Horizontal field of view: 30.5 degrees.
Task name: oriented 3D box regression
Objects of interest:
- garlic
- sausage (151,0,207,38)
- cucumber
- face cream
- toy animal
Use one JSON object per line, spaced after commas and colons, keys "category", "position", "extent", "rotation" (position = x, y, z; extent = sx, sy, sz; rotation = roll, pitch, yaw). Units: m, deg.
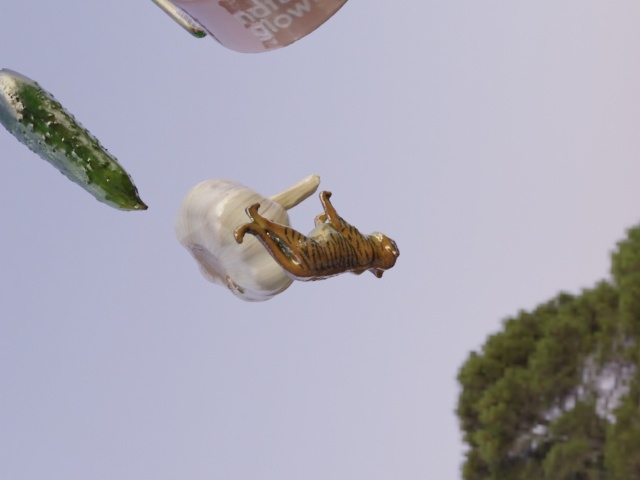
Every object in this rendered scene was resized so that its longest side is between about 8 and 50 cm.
{"category": "garlic", "position": [-0.076, -0.031, 1.646], "extent": [0.226, 0.199, 0.199], "rotation": [-42, -44, -24]}
{"category": "sausage", "position": [-0.204, -0.310, 1.426], "extent": [0.033, 0.269, 0.033], "rotation": [-26, -42, -26]}
{"category": "cucumber", "position": [-0.283, -0.106, 1.313], "extent": [0.227, 0.069, 0.069], "rotation": [42, -141, -6]}
{"category": "face cream", "position": [-0.046, -0.205, 0.731], "extent": [0.104, 0.149, 0.149], "rotation": [37, -122, -45]}
{"category": "toy animal", "position": [0.000, 0.000, 1.277], "extent": [0.241, 0.099, 0.057], "rotation": [-7, -36, -51]}
